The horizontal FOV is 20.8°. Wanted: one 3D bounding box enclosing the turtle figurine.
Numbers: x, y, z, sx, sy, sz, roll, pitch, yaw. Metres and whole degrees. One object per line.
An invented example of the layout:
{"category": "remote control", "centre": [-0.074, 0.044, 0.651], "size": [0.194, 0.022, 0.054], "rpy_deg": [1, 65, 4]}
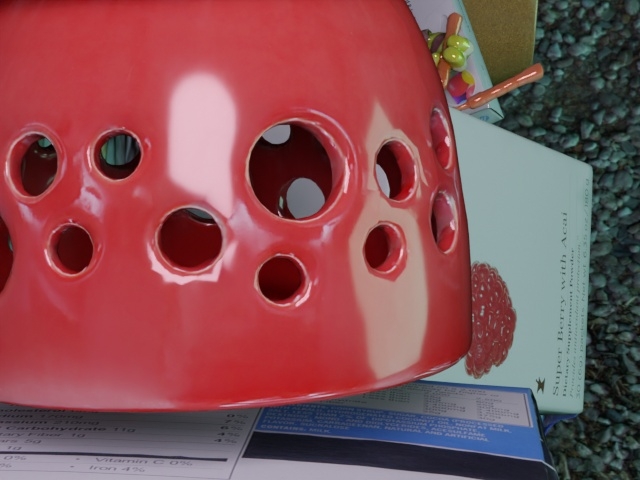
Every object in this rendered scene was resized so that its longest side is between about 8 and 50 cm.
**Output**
{"category": "turtle figurine", "centre": [0.024, -0.153, 1.303], "size": [0.087, 0.270, 0.217], "rpy_deg": [-21, 91, -63]}

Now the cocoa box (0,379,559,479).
{"category": "cocoa box", "centre": [-0.034, 0.236, 0.667], "size": [0.228, 0.232, 0.347], "rpy_deg": [-65, 158, -81]}

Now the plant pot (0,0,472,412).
{"category": "plant pot", "centre": [-0.041, -0.039, 0.622], "size": [0.191, 0.191, 0.174], "rpy_deg": [-61, 150, -81]}

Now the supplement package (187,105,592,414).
{"category": "supplement package", "centre": [0.036, 0.016, 1.097], "size": [0.293, 0.175, 0.177], "rpy_deg": [13, 79, -59]}

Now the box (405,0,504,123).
{"category": "box", "centre": [0.033, -0.126, 1.366], "size": [0.038, 0.186, 0.145], "rpy_deg": [22, 47, -63]}

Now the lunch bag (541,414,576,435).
{"category": "lunch bag", "centre": [0.053, 0.118, 1.364], "size": [0.138, 0.293, 0.221], "rpy_deg": [-80, 173, -58]}

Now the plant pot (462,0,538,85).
{"category": "plant pot", "centre": [0.070, -0.218, 1.599], "size": [0.237, 0.254, 0.237], "rpy_deg": [4, 90, -85]}
